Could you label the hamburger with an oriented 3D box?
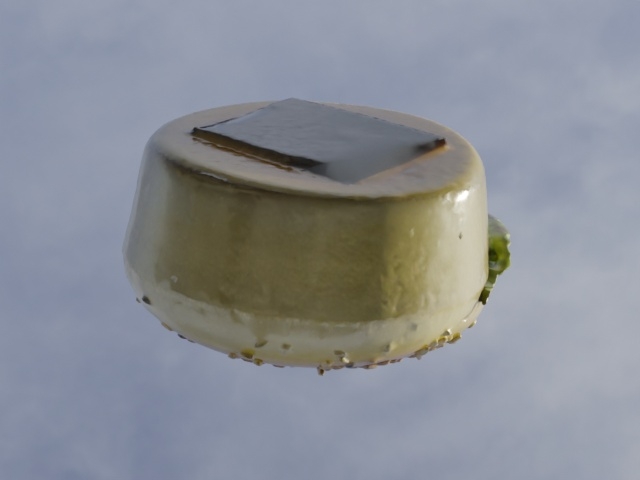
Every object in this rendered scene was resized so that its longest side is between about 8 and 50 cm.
[{"bbox_3d":[0.000,0.000,0.468,0.127,0.081,0.141,11,-157,19],"label":"hamburger"}]
